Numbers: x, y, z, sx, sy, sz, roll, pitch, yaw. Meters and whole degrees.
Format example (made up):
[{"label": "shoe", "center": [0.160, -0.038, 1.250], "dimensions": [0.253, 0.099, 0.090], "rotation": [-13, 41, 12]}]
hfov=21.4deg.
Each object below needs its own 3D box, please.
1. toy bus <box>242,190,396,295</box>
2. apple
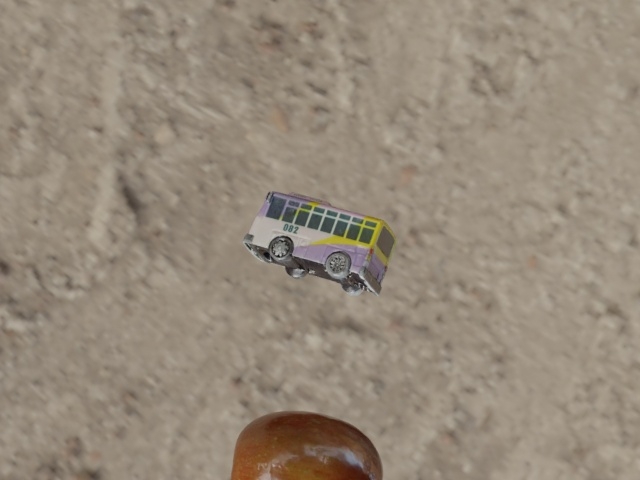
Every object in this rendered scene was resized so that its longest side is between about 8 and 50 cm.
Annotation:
[{"label": "toy bus", "center": [0.000, 0.000, 1.259], "dimensions": [0.058, 0.102, 0.052], "rotation": [-68, 156, -14]}, {"label": "apple", "center": [-0.019, 0.282, 1.893], "dimensions": [0.168, 0.181, 0.181], "rotation": [9, 107, -1]}]
